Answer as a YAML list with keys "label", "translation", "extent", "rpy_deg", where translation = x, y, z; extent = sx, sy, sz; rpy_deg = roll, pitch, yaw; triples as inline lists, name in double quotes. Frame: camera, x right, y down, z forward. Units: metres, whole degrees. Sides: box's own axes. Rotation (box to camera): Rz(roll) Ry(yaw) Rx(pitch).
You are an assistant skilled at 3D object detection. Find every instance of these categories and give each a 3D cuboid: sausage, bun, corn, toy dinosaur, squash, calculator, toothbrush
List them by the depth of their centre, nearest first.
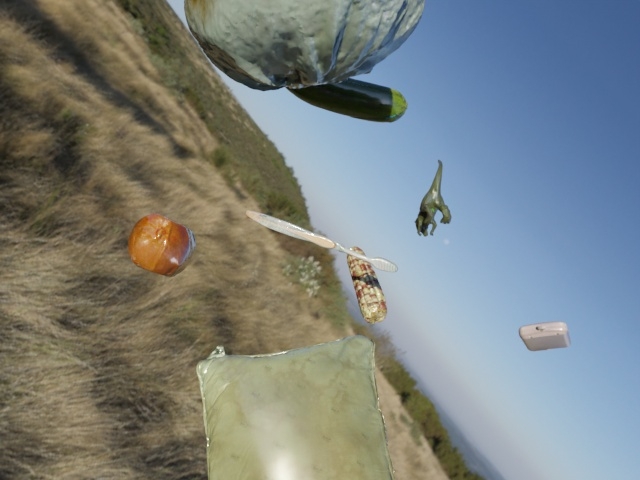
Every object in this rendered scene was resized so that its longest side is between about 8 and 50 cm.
- label: "bun"
  translation: [-0.017, -0.331, 0.708]
  extent: [0.362, 0.362, 0.211]
  rpy_deg: [-131, -147, -73]
- label: "squash"
  translation: [0.025, -0.324, 1.061]
  extent: [0.332, 0.087, 0.087]
  rpy_deg: [20, -4, 4]
- label: "calculator"
  translation: [0.507, 0.217, 1.109]
  extent: [0.175, 0.100, 0.032]
  rpy_deg: [40, 43, -53]
- label: "toothbrush"
  translation: [0.000, 0.000, 1.132]
  extent: [0.376, 0.028, 0.037]
  rpy_deg: [20, 15, 3]
- label: "sausage"
  translation: [-0.410, 0.015, 1.273]
  extent: [0.153, 0.140, 0.268]
  rpy_deg: [20, -8, -7]
- label: "corn"
  translation: [0.124, 0.119, 1.364]
  extent: [0.079, 0.080, 0.237]
  rpy_deg: [53, 15, -50]
- label: "toy dinosaur"
  translation: [0.287, -0.108, 1.364]
  extent: [0.187, 0.087, 0.178]
  rpy_deg: [122, -38, -47]

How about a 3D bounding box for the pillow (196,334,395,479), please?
- label: "pillow"
  translation: [-0.009, 0.231, 0.446]
  extent: [0.075, 0.185, 0.302]
  rpy_deg: [105, -23, -60]
